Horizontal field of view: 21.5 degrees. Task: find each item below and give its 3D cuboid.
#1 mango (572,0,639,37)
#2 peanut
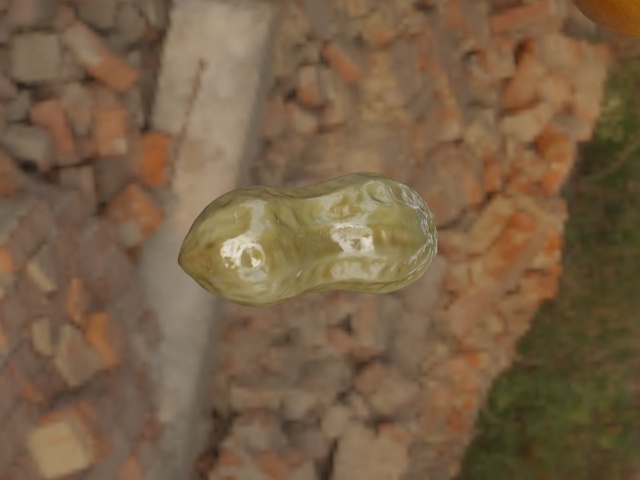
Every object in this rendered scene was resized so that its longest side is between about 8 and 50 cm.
[{"bbox_3d":[0.272,-0.224,1.276,0.257,0.187,0.138,-71,151,-70],"label":"mango"},{"bbox_3d":[0.000,0.000,1.452,0.274,0.125,0.111,-9,86,-39],"label":"peanut"}]
